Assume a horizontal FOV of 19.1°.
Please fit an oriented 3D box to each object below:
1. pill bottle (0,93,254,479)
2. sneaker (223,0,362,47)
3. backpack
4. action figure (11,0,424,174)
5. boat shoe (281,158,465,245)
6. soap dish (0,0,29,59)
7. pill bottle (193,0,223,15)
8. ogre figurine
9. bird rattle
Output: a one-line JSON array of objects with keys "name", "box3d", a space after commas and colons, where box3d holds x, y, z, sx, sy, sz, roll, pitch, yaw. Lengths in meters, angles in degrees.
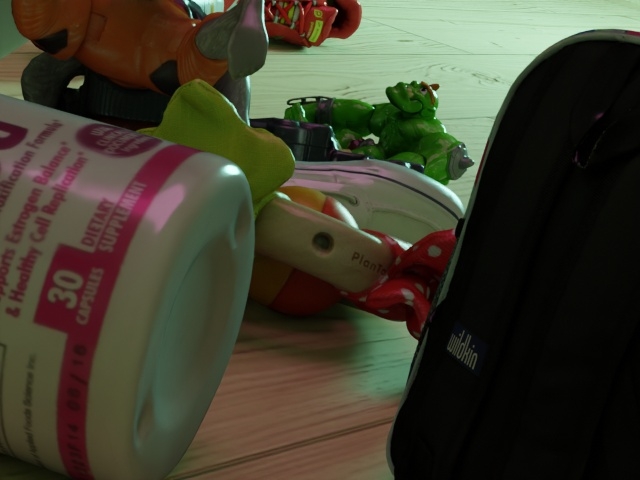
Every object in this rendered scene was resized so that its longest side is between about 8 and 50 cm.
[{"name": "pill bottle", "box3d": [-0.187, 0.003, 0.892, 0.283, 0.160, 0.160, 16, 15, 13]}, {"name": "sneaker", "box3d": [-0.042, -0.268, 2.163, 0.118, 0.107, 0.279, 31, 23, 25]}, {"name": "backpack", "box3d": [0.161, 0.035, 0.887, 0.191, 0.253, 0.225, 4, 16, -32]}, {"name": "action figure", "box3d": [-0.082, -0.136, 1.371, 0.341, 0.178, 0.330, 10, -9, 0]}, {"name": "boat shoe", "box3d": [-0.009, -0.010, 1.296, 0.226, 0.083, 0.076, 9, 42, -10]}, {"name": "soap dish", "box3d": [-0.298, -0.213, 1.425, 0.229, 0.118, 0.291, -4, -17, -45]}, {"name": "pill bottle", "box3d": [-0.178, -0.227, 1.846, 0.117, 0.117, 0.215, 18, 15, 20]}, {"name": "ogre figurine", "box3d": [0.046, -0.077, 1.542, 0.118, 0.097, 0.197, -10, 5, -14]}, {"name": "bird rattle", "box3d": [0.000, 0.000, 1.153, 0.253, 0.143, 0.207, 14, -2, -9]}]
